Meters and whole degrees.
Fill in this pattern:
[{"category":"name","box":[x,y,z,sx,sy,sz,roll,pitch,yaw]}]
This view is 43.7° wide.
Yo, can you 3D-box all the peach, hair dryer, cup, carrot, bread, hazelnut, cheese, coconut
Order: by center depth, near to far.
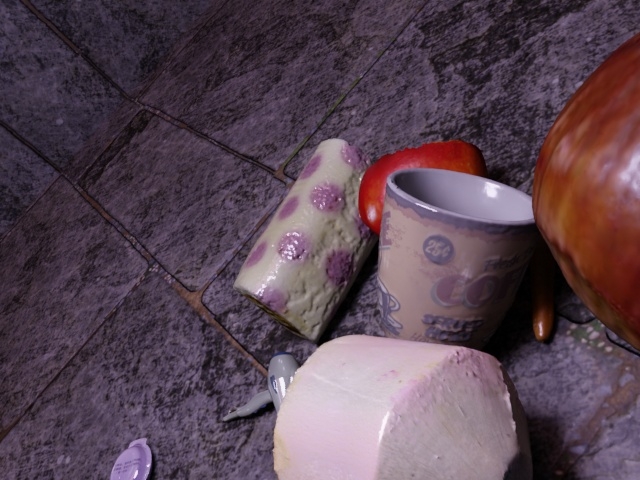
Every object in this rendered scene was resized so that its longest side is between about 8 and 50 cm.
[{"category":"hazelnut","box":[0.440,-0.065,0.911,0.353,0.420,0.420,16,56,2]},{"category":"coconut","box":[0.119,0.272,0.997,0.310,0.297,0.297,8,61,51]},{"category":"cup","box":[0.205,0.037,1.192,0.227,0.301,0.256,27,117,32]},{"category":"carrot","box":[0.335,0.044,1.201,0.043,0.043,0.247,-17,46,34]},{"category":"peach","box":[0.178,-0.088,1.360,0.226,0.190,0.196,-52,32,2]},{"category":"hair dryer","box":[-0.095,0.306,1.371,0.199,0.067,0.167,-46,39,18]},{"category":"bread","box":[0.000,0.000,1.454,0.155,0.187,0.338,5,58,56]},{"category":"cheese","box":[-0.360,0.458,1.484,0.105,0.042,0.190,-21,42,32]}]
